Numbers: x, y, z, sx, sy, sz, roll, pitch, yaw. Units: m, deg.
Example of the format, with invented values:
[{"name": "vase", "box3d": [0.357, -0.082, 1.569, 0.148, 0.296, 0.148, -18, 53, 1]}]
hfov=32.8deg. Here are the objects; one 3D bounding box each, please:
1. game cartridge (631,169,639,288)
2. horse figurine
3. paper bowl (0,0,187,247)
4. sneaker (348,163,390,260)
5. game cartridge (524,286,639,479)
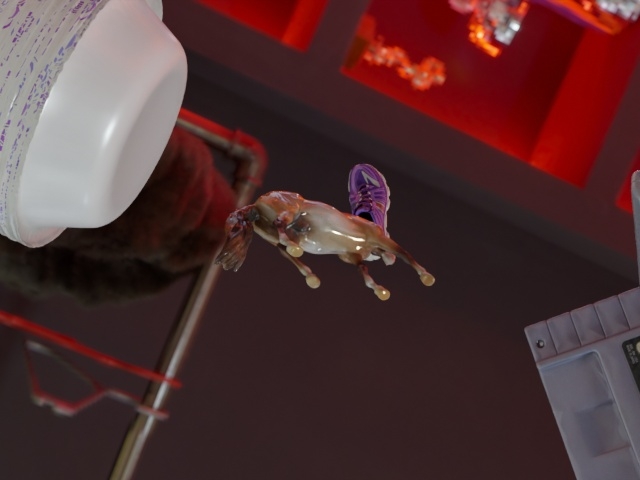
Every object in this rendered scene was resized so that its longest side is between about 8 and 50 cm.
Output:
[{"name": "game cartridge", "box3d": [0.405, 0.009, 0.868, 0.196, 0.294, 0.060, 62, 32, -52]}, {"name": "horse figurine", "box3d": [0.000, 0.000, 1.183, 0.174, 0.263, 0.066, 51, -56, 53]}, {"name": "paper bowl", "box3d": [-0.231, -0.127, 1.044, 0.284, 0.148, 0.284, -64, 176, -8]}, {"name": "sneaker", "box3d": [0.077, -0.054, 1.742, 0.071, 0.068, 0.170, 57, 23, -60]}, {"name": "game cartridge", "box3d": [0.456, 0.253, 1.552, 0.230, 0.068, 0.355, -24, -109, 20]}]
